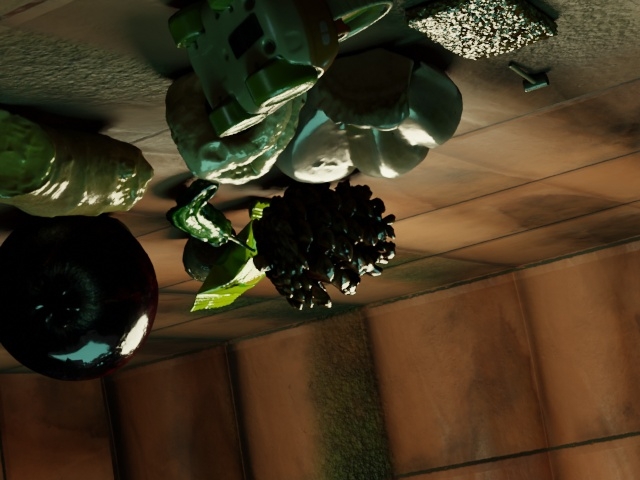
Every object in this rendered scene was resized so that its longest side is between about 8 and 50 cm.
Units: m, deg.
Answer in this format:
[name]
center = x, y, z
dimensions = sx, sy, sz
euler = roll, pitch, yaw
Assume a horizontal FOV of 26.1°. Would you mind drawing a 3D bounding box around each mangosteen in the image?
[mangosteen]
center = -0.415, 0.094, 2.335
dimensions = 0.300, 0.300, 0.300
euler = -9, 169, -2

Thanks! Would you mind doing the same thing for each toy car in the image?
[toy car]
center = -0.028, -0.226, 1.492
dimensions = 0.235, 0.145, 0.235
euler = -24, 178, -1

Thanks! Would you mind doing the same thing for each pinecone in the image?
[pinecone]
center = 0.000, 0.000, 2.408
dimensions = 0.272, 0.224, 0.224
euler = -26, 178, -28

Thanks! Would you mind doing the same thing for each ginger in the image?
[ginger]
center = -0.370, -0.098, 1.838
dimensions = 0.190, 0.126, 0.354
euler = -4, 170, 26

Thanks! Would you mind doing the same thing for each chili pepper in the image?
[chili pepper]
center = -0.196, -0.046, 2.362
dimensions = 0.122, 0.065, 0.279
euler = 3, 161, 11

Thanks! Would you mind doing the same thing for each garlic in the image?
[garlic]
center = 0.056, -0.159, 1.885
dimensions = 0.279, 0.132, 0.325
euler = -6, 165, 9

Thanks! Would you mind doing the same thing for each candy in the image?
[candy]
center = -0.135, 0.037, 2.545
dimensions = 0.246, 0.069, 0.149
euler = -51, 152, 17

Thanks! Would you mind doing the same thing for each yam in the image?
[yam]
center = -0.212, 0.021, 2.642
dimensions = 0.107, 0.107, 0.183
euler = -8, 166, -11

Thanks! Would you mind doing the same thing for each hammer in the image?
[hammer]
center = 0.292, -0.239, 1.976
dimensions = 0.035, 0.019, 0.110
euler = -15, 162, 26

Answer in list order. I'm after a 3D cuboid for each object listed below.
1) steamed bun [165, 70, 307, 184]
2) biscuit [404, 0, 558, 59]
[steamed bun]
center = -0.093, -0.164, 1.747
dimensions = 0.155, 0.140, 0.172
euler = -30, 164, 25
[biscuit]
center = 0.204, -0.268, 1.716
dimensions = 0.131, 0.025, 0.231
euler = -15, 168, 28
